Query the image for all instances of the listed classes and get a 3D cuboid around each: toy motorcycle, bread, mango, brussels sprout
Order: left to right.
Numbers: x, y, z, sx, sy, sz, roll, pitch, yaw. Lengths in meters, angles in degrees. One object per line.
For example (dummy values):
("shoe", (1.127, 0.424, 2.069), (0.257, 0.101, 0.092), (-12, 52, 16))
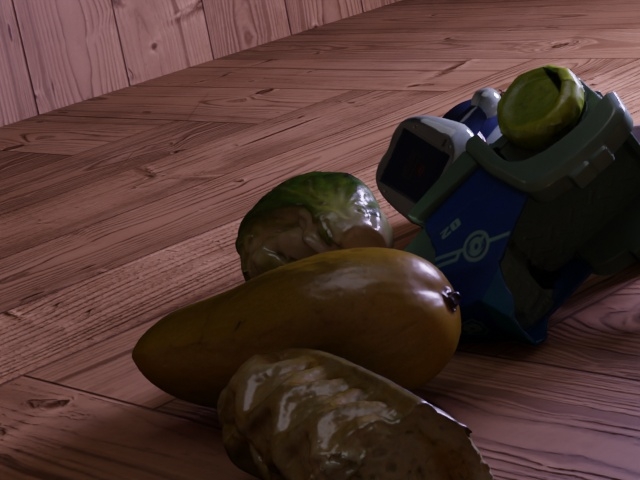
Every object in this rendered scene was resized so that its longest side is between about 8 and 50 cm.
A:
("mango", (-0.011, 0.094, 1.576), (0.332, 0.142, 0.195), (-15, -22, 40))
("brussels sprout", (0.005, -0.002, 1.711), (0.183, 0.131, 0.145), (6, 18, 36))
("bread", (0.013, 0.164, 1.367), (0.152, 0.129, 0.268), (23, -2, -28))
("toy motorcycle", (0.213, -0.002, 1.708), (0.326, 0.191, 0.200), (-44, 39, 3))

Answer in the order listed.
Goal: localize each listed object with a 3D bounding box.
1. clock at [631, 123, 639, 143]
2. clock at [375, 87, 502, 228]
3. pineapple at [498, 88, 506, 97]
("clock", (0.395, -0.074, 1.989), (0.309, 0.114, 0.284), (-18, 16, -28))
("clock", (0.186, -0.105, 2.110), (0.147, 0.199, 0.243), (29, 22, 26))
("pineapple", (0.328, -0.201, 2.563), (0.225, 0.076, 0.225), (-12, 16, 3))
